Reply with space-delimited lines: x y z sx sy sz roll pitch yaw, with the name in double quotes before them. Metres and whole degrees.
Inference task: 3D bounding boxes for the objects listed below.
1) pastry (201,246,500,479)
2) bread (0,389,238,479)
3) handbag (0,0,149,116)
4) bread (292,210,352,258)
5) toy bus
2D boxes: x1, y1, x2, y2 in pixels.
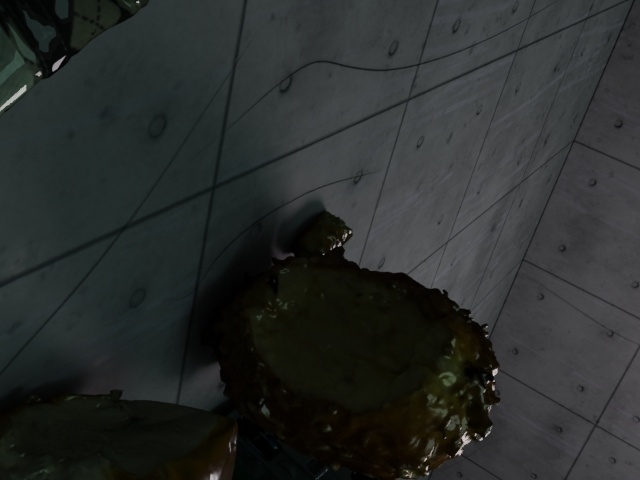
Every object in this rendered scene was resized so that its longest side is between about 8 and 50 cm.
"pastry" 0.053 0.182 1.142 0.337 0.405 0.292 73 35 -58
"bread" -0.228 0.287 0.874 0.279 0.225 0.250 -20 136 -64
"handbag" -0.293 -0.139 0.314 0.416 0.180 0.316 -46 141 -30
"bread" 0.000 0.000 1.240 0.110 0.060 0.066 -42 -179 -36
"toy bus" -0.036 0.420 1.309 0.184 0.343 0.199 -23 148 -56
